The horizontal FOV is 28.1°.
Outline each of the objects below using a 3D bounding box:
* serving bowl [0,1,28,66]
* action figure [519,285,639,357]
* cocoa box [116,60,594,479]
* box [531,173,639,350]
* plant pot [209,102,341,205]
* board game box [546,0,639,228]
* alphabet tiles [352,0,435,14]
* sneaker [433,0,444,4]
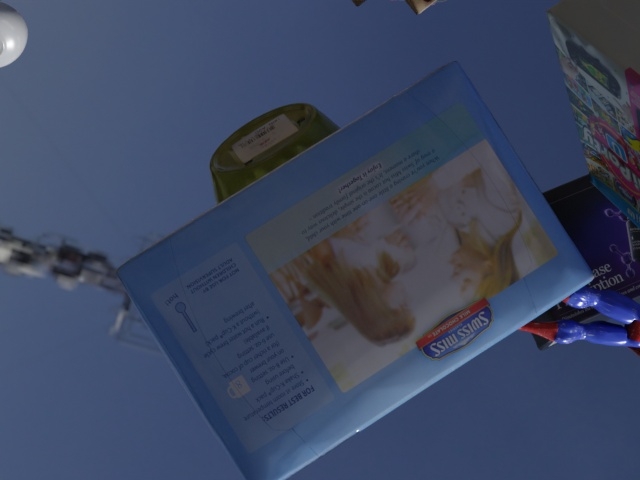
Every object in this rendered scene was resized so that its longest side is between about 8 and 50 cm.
[{"bbox_3d":[-0.351,-0.212,1.349,0.083,0.083,0.027,-53,-148,34],"label":"serving bowl"},{"bbox_3d":[0.326,0.077,1.397,0.139,0.280,0.092,-97,-157,-71],"label":"action figure"},{"bbox_3d":[0.023,0.038,1.159,0.347,0.231,0.228,-32,177,-7],"label":"cocoa box"},{"bbox_3d":[0.379,0.008,1.738,0.184,0.261,0.103,63,-16,16],"label":"box"},{"bbox_3d":[0.000,0.000,1.475,0.274,0.294,0.275,-25,-154,13],"label":"plant pot"},{"bbox_3d":[0.387,-0.128,1.474,0.097,0.303,0.224,-33,-134,-4],"label":"board game box"},{"bbox_3d":[0.057,-0.325,1.128,0.198,0.237,0.009,-35,-167,27],"label":"alphabet tiles"},{"bbox_3d":[0.105,-0.347,1.455,0.131,0.148,0.350,-57,177,5],"label":"sneaker"}]
